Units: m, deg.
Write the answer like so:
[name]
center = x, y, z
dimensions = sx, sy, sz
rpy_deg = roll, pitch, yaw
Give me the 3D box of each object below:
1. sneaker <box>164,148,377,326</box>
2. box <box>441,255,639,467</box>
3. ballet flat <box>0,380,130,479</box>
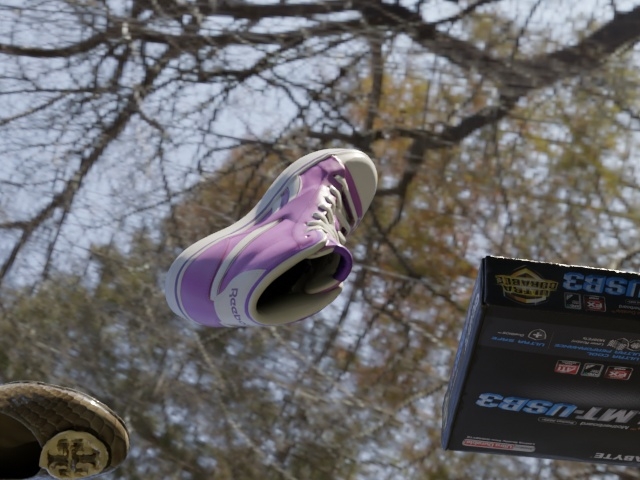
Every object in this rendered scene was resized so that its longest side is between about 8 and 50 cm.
[sneaker]
center = 0.000, 0.001, 1.077
dimensions = 0.282, 0.161, 0.102
rpy_deg = -42, -60, -35
[box]
center = 0.294, 0.144, 1.192
dimensions = 0.293, 0.295, 0.073
rpy_deg = 96, -179, -50
[ballet flat]
center = -0.257, 0.133, 0.753
dimensions = 0.058, 0.249, 0.084
rpy_deg = -84, 4, -64
